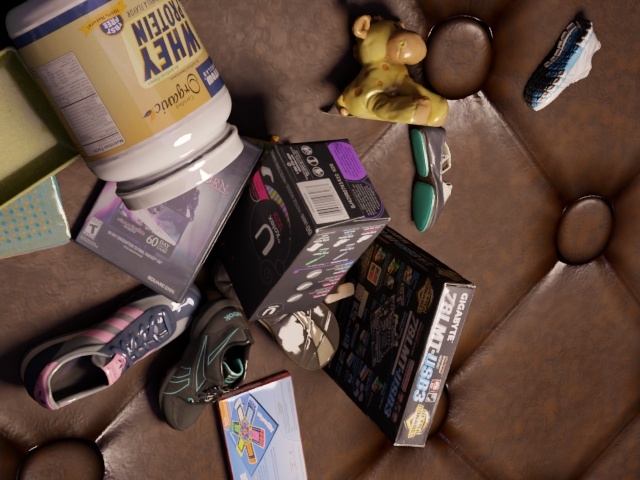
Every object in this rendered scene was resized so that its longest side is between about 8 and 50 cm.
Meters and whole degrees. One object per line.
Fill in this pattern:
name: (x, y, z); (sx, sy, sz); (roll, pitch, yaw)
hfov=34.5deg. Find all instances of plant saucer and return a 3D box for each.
plant saucer: (-0.463, -0.152, 1.455); (0.188, 0.045, 0.188); (-35, 120, -9)

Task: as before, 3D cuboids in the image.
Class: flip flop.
flip flop: (-0.077, 0.116, 1.793); (0.277, 0.080, 0.112); (39, 86, -17)

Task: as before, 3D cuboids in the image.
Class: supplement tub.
supplement tub: (-0.264, -0.223, 1.439); (0.228, 0.228, 0.316); (-32, 109, -12)

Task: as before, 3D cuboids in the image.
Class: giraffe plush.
giraffe plush: (0.114, -0.282, 1.701); (0.210, 0.181, 0.171); (7, 97, 6)

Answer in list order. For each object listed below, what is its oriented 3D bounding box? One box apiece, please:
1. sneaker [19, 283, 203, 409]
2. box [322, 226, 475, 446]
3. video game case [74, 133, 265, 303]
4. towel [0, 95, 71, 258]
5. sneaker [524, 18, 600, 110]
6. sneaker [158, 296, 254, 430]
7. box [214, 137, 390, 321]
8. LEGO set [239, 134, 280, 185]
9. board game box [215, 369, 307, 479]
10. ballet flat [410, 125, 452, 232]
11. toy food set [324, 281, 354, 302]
sneaker: (-0.317, 0.176, 1.655); (0.319, 0.131, 0.112); (-30, 120, -14)
box: (0.124, 0.155, 1.777); (0.073, 0.293, 0.296); (6, 106, -29)
video game case: (-0.235, -0.068, 1.596); (0.196, 0.026, 0.274); (30, 96, 7)
towel: (-0.568, -0.079, 1.484); (0.370, 0.040, 0.271); (-15, 114, -20)
sneaker: (0.455, -0.308, 1.900); (0.083, 0.071, 0.191); (37, 90, -39)
sneaker: (-0.191, 0.226, 1.727); (0.101, 0.106, 0.267); (-7, 129, -47)
box: (-0.038, -0.015, 1.619); (0.143, 0.165, 0.270); (-9, 151, -34)
LEGO set: (-0.143, -0.105, 1.648); (0.287, 0.107, 0.132); (-14, 115, -22)
board game box: (-0.104, 0.386, 1.910); (0.145, 0.027, 0.281); (-18, 117, -22)
ballet flat: (0.204, -0.113, 1.847); (0.074, 0.074, 0.203); (-14, 113, -22)
toy food set: (0.000, 0.000, 1.774); (0.128, 0.071, 0.218); (-28, 119, -61)
